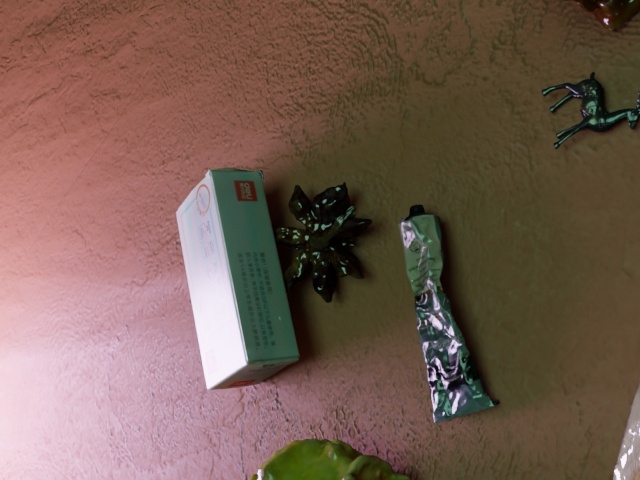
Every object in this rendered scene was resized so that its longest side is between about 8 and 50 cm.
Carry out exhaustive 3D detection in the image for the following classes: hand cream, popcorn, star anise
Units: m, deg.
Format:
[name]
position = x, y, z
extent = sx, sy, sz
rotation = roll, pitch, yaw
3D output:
[hand cream]
position = 0.138, 0.077, 1.029
extent = 0.075, 0.052, 0.248
rotation = -31, 69, 55
[popcorn]
position = 0.006, 0.329, 1.003
extent = 0.189, 0.169, 0.218
rotation = -22, 74, 33
[star anise]
position = 0.000, -0.001, 1.135
extent = 0.168, 0.057, 0.168
rotation = -6, 82, 46

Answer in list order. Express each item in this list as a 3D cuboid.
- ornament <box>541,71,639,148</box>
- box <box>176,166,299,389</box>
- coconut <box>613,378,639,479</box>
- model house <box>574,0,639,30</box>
[ornament]
position = 0.300, -0.146, 0.946
extent = 0.125, 0.028, 0.073
rotation = -17, 73, 36
[box]
position = -0.112, 0.049, 1.170
extent = 0.135, 0.079, 0.269
rotation = -39, 59, 52
[coconut]
position = 0.357, 0.189, 0.717
extent = 0.247, 0.245, 0.245
rotation = 46, 110, 33
[model house]
position = 0.259, -0.363, 0.891
extent = 0.199, 0.229, 0.219
rotation = -50, 58, 27
